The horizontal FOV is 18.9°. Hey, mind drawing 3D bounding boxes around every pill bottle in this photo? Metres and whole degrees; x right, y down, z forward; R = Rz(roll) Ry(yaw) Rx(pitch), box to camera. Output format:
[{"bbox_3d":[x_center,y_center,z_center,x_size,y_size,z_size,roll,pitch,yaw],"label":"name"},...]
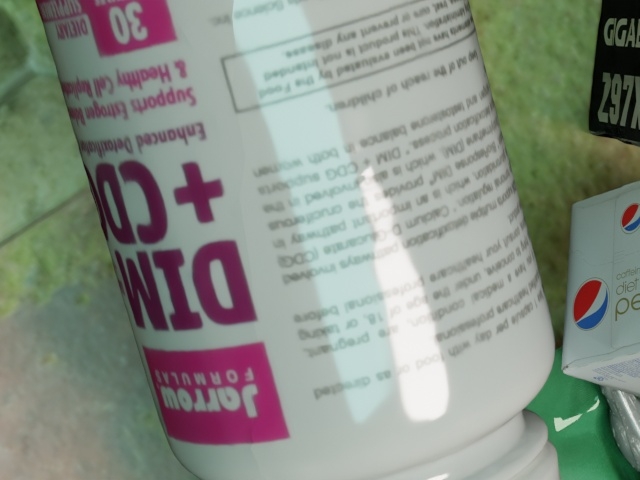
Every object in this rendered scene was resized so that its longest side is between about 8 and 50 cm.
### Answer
[{"bbox_3d":[0.000,0.000,0.746,0.160,0.160,0.283,-17,100,-5],"label":"pill bottle"}]

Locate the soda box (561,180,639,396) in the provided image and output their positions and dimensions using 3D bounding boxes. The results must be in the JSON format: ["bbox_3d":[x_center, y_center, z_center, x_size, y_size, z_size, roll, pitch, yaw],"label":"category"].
[{"bbox_3d":[0.201,0.038,0.779,0.216,0.069,0.074,18,67,-32],"label":"soda box"}]

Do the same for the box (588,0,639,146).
[{"bbox_3d":[0.293,-0.053,0.732,0.322,0.257,0.079,5,98,-8],"label":"box"}]

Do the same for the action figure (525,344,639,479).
[{"bbox_3d":[0.182,0.137,0.845,0.137,0.063,0.232,-27,104,-6],"label":"action figure"}]
